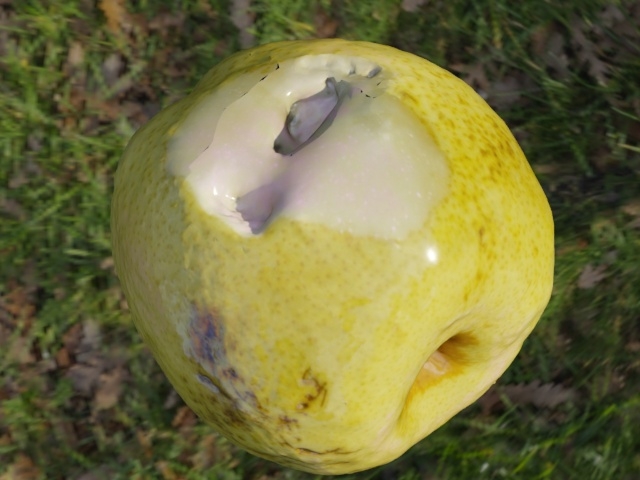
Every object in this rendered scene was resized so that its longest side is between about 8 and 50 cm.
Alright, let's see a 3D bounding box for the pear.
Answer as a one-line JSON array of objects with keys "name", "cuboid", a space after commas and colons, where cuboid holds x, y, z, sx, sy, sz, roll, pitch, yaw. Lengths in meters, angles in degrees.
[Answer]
[{"name": "pear", "cuboid": [0.000, 0.000, 0.573, 0.178, 0.178, 0.178, 1, 92, 18]}]
